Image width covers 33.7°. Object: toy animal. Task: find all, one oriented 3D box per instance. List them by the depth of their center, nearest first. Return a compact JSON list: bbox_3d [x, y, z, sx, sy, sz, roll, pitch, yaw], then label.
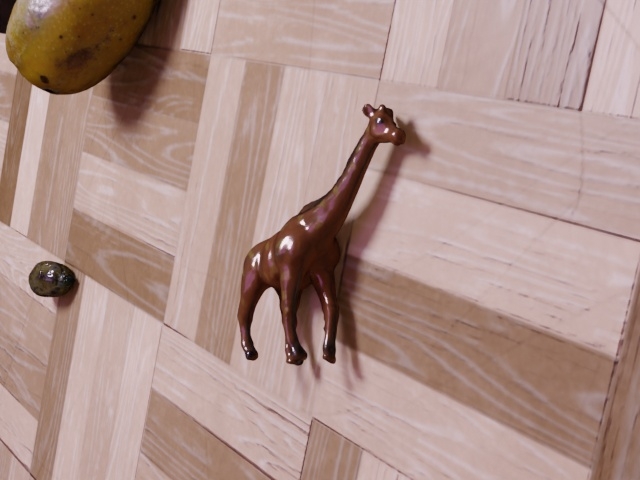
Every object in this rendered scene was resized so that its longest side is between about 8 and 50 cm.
[{"bbox_3d":[0.000,0.000,0.995,0.224,0.066,0.229,-11,71,53],"label":"toy animal"}]

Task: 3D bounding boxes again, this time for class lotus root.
[{"bbox_3d":[-0.393,0.057,1.541,0.099,0.049,0.054,-2,81,48],"label":"lotus root"}]

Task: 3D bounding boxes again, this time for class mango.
[{"bbox_3d":[-0.280,-0.336,1.358,0.329,0.175,0.176,-47,70,16],"label":"mango"}]

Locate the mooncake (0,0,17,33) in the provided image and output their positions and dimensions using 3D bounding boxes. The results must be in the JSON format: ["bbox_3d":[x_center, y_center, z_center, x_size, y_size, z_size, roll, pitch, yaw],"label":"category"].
[{"bbox_3d":[-0.481,-0.465,1.661,0.283,0.141,0.283,-13,73,50],"label":"mooncake"}]
